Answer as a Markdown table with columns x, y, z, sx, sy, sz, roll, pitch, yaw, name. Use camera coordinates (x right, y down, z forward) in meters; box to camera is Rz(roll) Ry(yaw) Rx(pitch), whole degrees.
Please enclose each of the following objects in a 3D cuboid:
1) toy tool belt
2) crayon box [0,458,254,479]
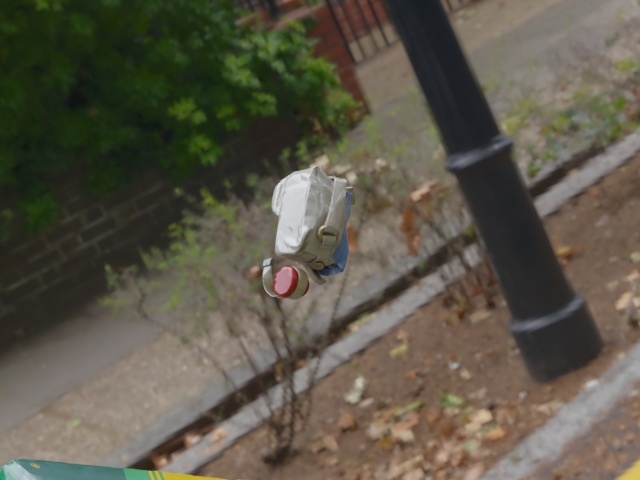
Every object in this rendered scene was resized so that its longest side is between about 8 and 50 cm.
| x | y | z | sx | sy | sz | roll | pitch | yaw | name |
| --- | --- | --- | --- | --- | --- | --- | --- | --- | --- |
| 0.000 | 0.000 | 0.735 | 0.051 | 0.083 | 0.052 | 21 | -22 | -40 | toy tool belt |
| 0.001 | 0.179 | 0.528 | 0.165 | 0.081 | 0.278 | 29 | 7 | 42 | crayon box |
